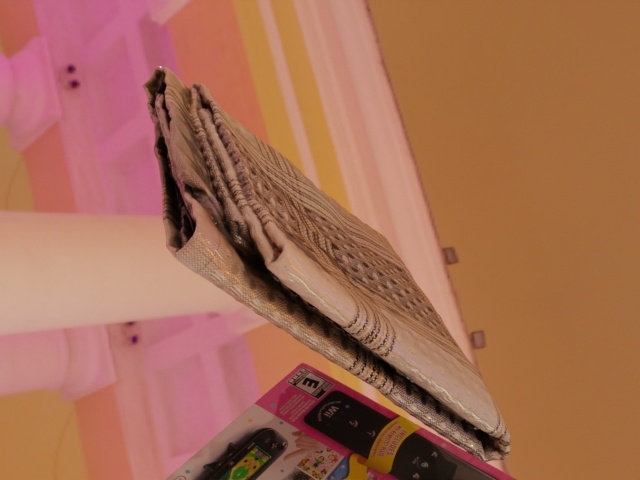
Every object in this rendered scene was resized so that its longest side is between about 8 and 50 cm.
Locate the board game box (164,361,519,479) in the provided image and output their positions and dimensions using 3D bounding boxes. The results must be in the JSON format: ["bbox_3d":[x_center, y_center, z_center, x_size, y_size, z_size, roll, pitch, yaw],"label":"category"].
[{"bbox_3d":[0.037,0.252,0.665,0.303,0.224,0.097,25,-49,28],"label":"board game box"}]

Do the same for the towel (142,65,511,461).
[{"bbox_3d":[0.000,0.000,0.652,0.056,0.324,0.312,-45,-148,14],"label":"towel"}]
